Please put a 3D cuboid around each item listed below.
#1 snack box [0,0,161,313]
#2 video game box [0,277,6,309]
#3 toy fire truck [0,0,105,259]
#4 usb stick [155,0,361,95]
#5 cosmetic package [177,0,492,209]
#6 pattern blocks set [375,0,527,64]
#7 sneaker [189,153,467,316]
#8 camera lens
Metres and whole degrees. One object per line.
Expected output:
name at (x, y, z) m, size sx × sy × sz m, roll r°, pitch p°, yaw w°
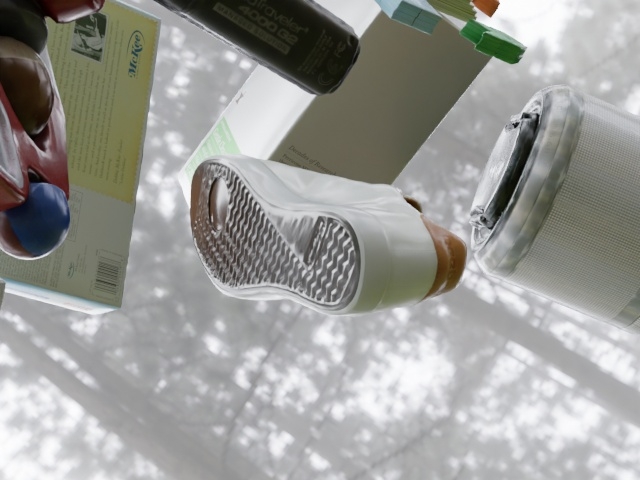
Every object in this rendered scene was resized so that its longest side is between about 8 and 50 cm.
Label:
snack box at (-0.269, -0.104, 1.339) m, size 0.187 × 0.060 × 0.322 m, roll 19°, pitch -110°, yaw -39°
video game box at (-0.369, 0.017, 1.053) m, size 0.205 × 0.187 × 0.048 m, roll 14°, pitch -91°, yaw -28°
toy fire truck at (-0.221, -0.122, 0.787) m, size 0.169 × 0.254 × 0.302 m, roll -18°, pitch -23°, yaw 3°
usb stick at (-0.068, -0.208, 1.175) m, size 0.278 × 0.045 × 0.077 m, roll 26°, pitch -79°, yaw -45°
cosmetic package at (0.009, -0.143, 1.555) m, size 0.155 × 0.197 × 0.366 m, roll 29°, pitch -75°, yaw -27°
pattern blocks set at (0.052, -0.261, 1.167) m, size 0.285 × 0.325 × 0.026 m, roll 7°, pitch -55°, yaw -47°
sneaker at (0.000, 0.000, 1.012) m, size 0.123 × 0.290 × 0.106 m, roll -1°, pitch -75°, yaw -32°
camera lens at (0.312, -0.026, 1.435) m, size 0.219 × 0.274 × 0.219 m, roll -158°, pitch 90°, yaw -86°
